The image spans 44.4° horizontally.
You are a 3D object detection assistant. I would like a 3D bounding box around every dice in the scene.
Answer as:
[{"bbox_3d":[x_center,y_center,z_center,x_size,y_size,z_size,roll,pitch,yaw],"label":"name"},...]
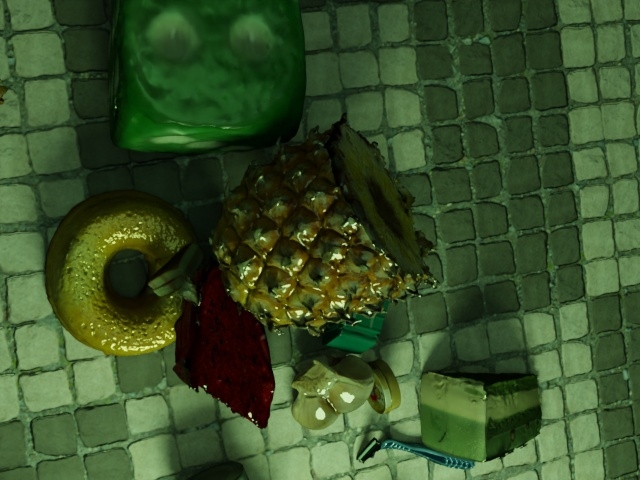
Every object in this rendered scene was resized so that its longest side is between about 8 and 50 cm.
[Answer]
[{"bbox_3d":[-0.197,-0.294,1.293,0.300,0.297,0.286,-3,92,-16],"label":"dice"}]

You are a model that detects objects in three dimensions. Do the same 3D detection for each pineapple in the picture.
[{"bbox_3d":[0.000,-0.001,1.289,0.300,0.352,0.352,-32,105,28],"label":"pineapple"}]

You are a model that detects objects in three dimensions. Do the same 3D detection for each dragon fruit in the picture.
[{"bbox_3d":[-0.172,0.168,1.350,0.100,0.343,0.282,-5,62,18],"label":"dragon fruit"}]

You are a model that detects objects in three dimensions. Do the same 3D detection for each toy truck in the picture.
[{"bbox_3d":[0.078,0.090,1.491,0.114,0.124,0.253,18,89,-20],"label":"toy truck"}]

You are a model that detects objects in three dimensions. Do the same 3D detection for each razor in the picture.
[{"bbox_3d":[0.202,0.431,1.588,0.253,0.042,0.082,14,131,-18],"label":"razor"}]

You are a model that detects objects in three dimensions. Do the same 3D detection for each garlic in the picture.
[{"bbox_3d":[0.016,0.285,1.490,0.174,0.099,0.124,-45,81,15],"label":"garlic"}]

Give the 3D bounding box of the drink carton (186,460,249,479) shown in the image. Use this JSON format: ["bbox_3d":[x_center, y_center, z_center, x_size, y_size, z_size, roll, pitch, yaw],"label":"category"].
[{"bbox_3d":[-0.171,0.520,1.408,0.191,0.185,0.189,-23,97,-13],"label":"drink carton"}]

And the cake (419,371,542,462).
[{"bbox_3d":[0.327,0.343,1.609,0.284,0.172,0.157,4,88,-51],"label":"cake"}]

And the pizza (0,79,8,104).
[{"bbox_3d":[-0.592,-0.188,1.297,0.154,0.069,0.193,-4,101,-17],"label":"pizza"}]

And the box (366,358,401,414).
[{"bbox_3d":[0.116,0.283,1.519,0.037,0.105,0.105,-18,98,-22],"label":"box"}]

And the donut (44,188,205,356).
[{"bbox_3d":[-0.333,0.061,1.368,0.303,0.110,0.302,-1,94,-18],"label":"donut"}]

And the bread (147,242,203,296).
[{"bbox_3d":[-0.236,0.051,1.314,0.109,0.062,0.043,-45,112,-13],"label":"bread"}]
